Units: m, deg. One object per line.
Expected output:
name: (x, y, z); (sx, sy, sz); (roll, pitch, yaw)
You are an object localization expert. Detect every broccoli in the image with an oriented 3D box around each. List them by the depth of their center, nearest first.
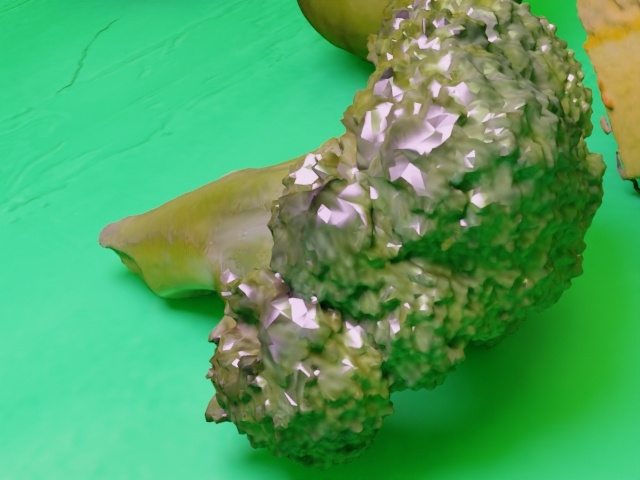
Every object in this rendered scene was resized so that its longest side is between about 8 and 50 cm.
broccoli: (0.026, 0.015, 0.555); (0.302, 0.186, 0.254); (-42, 29, 25)

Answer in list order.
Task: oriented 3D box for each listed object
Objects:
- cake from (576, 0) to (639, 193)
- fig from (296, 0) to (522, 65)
cake: (0.309, -0.129, 0.613); (0.227, 0.286, 0.222); (-21, 8, -16)
fig: (0.071, -0.256, 0.839); (0.207, 0.230, 0.207); (-9, 27, 5)
